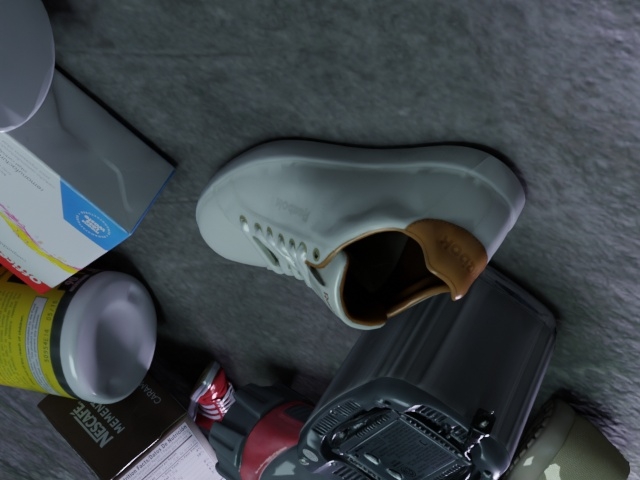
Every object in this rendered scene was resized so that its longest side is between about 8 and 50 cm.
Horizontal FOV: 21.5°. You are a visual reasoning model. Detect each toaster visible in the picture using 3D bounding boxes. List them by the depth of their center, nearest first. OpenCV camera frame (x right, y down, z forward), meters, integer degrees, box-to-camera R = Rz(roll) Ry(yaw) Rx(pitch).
[{"bbox_3d":[0.086,0.110,1.269,0.129,0.146,0.227,34,148,-7],"label":"toaster"}]

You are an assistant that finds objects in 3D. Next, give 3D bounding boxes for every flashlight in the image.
[{"bbox_3d":[0.033,0.220,1.416,0.304,0.103,0.103,29,165,42],"label":"flashlight"}]

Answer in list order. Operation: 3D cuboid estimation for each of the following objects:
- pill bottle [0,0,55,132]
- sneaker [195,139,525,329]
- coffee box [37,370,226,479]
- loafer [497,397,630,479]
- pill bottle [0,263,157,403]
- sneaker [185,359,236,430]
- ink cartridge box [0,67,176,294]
[{"bbox_3d":[-0.344,-0.131,1.263,0.301,0.169,0.169,-3,135,40],"label":"pill bottle"},{"bbox_3d":[0.000,0.000,1.213,0.290,0.123,0.106,-5,136,44],"label":"sneaker"},{"bbox_3d":[-0.148,0.226,1.600,0.141,0.098,0.246,37,163,44],"label":"coffee box"},{"bbox_3d":[0.180,0.233,1.403,0.092,0.102,0.268,31,147,10],"label":"loafer"},{"bbox_3d":[-0.262,0.076,1.525,0.208,0.119,0.119,6,140,32],"label":"pill bottle"},{"bbox_3d":[-0.087,0.153,1.560,0.067,0.042,0.118,32,155,5],"label":"sneaker"},{"bbox_3d":[-0.235,-0.038,1.386,0.134,0.078,0.231,40,147,-14],"label":"ink cartridge box"}]
